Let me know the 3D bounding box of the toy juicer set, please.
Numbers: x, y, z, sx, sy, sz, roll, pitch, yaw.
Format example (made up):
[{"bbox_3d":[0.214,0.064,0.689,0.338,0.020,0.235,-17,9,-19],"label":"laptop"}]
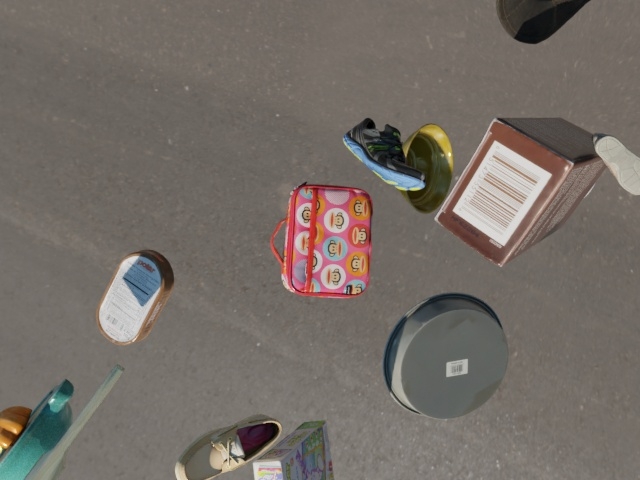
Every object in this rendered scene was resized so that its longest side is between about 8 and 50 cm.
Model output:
[{"bbox_3d":[-0.376,0.268,0.630,0.089,0.209,0.329,40,131,-16],"label":"toy juicer set"}]

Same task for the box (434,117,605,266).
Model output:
[{"bbox_3d":[0.373,-0.103,0.914,0.143,0.381,0.191,40,121,26],"label":"box"}]

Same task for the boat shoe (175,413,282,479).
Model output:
[{"bbox_3d":[-0.130,0.304,0.777,0.059,0.170,0.063,-25,86,50],"label":"boat shoe"}]

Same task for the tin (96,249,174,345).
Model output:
[{"bbox_3d":[-0.341,0.106,0.963,0.106,0.040,0.190,31,102,7],"label":"tin"}]

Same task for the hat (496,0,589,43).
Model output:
[{"bbox_3d":[0.387,-0.497,0.864,0.331,0.331,0.134,-47,62,25],"label":"hat"}]

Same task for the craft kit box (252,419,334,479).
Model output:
[{"bbox_3d":[-0.031,0.473,0.921,0.061,0.246,0.250,-10,84,19],"label":"craft kit box"}]

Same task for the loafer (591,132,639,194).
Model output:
[{"bbox_3d":[0.471,-0.124,0.823,0.125,0.039,0.045,40,115,-18],"label":"loafer"}]

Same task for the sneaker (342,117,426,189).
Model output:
[{"bbox_3d":[0.106,-0.145,0.851,0.078,0.067,0.188,-48,47,10],"label":"sneaker"}]

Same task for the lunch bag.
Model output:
[{"bbox_3d":[0.000,0.000,1.371,0.258,0.120,0.293,4,87,-12],"label":"lunch bag"}]

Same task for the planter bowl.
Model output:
[{"bbox_3d":[0.234,-0.178,1.301,0.090,0.217,0.217,10,107,43],"label":"planter bowl"}]

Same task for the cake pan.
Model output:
[{"bbox_3d":[0.279,0.258,1.129,0.293,0.054,0.293,-3,104,-14],"label":"cake pan"}]
